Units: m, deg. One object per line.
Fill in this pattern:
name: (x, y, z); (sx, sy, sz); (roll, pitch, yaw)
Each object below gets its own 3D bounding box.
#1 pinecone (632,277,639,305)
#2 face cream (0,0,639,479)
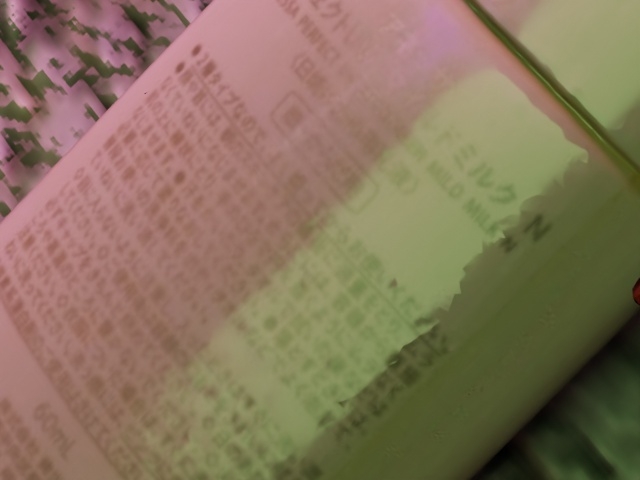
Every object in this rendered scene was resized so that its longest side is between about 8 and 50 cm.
pinecone: (0.193, 0.012, 0.434); (0.221, 0.221, 0.221); (-7, 74, 26)
face cream: (0.000, 0.000, 0.601); (0.348, 0.081, 0.173); (-46, 62, 10)
